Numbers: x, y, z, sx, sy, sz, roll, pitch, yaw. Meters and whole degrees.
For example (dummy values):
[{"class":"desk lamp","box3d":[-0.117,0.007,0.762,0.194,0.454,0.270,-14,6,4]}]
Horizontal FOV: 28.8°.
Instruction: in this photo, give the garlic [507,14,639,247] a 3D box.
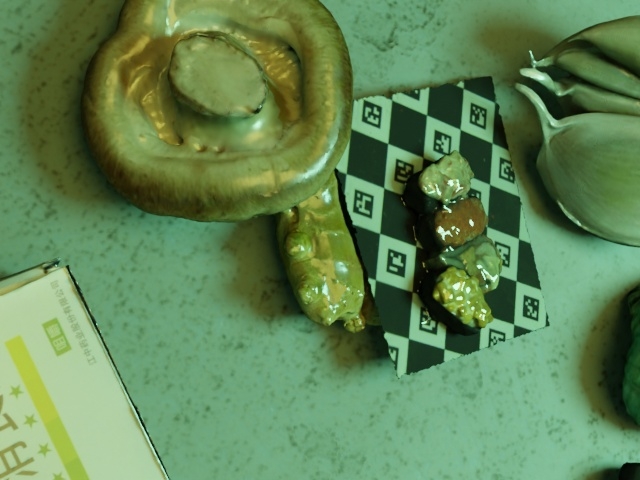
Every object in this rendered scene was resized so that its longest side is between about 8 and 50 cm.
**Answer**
[{"class":"garlic","box3d":[0.351,-0.121,1.345,0.291,0.237,0.210,9,65,15]}]

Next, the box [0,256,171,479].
[{"class":"box","box3d":[-0.245,0.194,1.079,0.173,0.145,0.333,-26,94,-26]}]

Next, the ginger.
[{"class":"ginger","box3d":[-0.004,0.011,1.244,0.115,0.081,0.205,-33,97,-28]}]

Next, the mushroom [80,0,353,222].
[{"class":"mushroom","box3d":[-0.099,-0.144,1.190,0.278,0.146,0.278,0,76,-1]}]

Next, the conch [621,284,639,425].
[{"class":"conch","box3d":[0.405,0.131,1.385,0.175,0.122,0.188,-7,88,-48]}]

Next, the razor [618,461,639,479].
[{"class":"razor","box3d":[0.379,0.407,1.337,0.189,0.107,0.327,13,76,-21]}]

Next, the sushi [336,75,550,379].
[{"class":"sushi","box3d":[0.144,-0.027,1.297,0.264,0.050,0.290,-13,88,-40]}]
